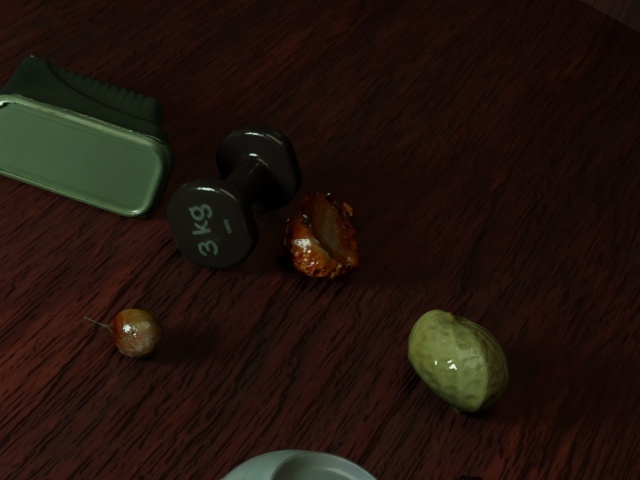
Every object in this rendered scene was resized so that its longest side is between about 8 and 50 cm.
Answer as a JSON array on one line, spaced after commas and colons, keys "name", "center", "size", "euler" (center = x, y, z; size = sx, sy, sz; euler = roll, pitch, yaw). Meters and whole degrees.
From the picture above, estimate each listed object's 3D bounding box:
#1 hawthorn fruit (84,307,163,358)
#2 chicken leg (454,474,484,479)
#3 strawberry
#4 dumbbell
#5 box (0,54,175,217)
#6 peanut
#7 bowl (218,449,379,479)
[{"name": "hawthorn fruit", "center": [-0.253, 0.117, 2.028], "size": [0.103, 0.067, 0.067], "euler": [6, 37, -5]}, {"name": "chicken leg", "center": [0.258, 0.414, 1.932], "size": [0.322, 0.083, 0.177], "euler": [40, 29, 19]}, {"name": "strawberry", "center": [0.000, 0.000, 2.328], "size": [0.121, 0.082, 0.188], "euler": [40, 23, -12]}, {"name": "dumbbell", "center": [-0.121, -0.066, 2.277], "size": [0.124, 0.140, 0.225], "euler": [-4, 25, 24]}, {"name": "box", "center": [-0.340, -0.158, 2.277], "size": [0.274, 0.138, 0.178], "euler": [19, 30, -8]}, {"name": "peanut", "center": [0.191, 0.165, 2.181], "size": [0.159, 0.109, 0.140], "euler": [47, 11, 12]}, {"name": "bowl", "center": [-0.009, 0.345, 1.795], "size": [0.287, 0.144, 0.287], "euler": [15, 35, -11]}]
